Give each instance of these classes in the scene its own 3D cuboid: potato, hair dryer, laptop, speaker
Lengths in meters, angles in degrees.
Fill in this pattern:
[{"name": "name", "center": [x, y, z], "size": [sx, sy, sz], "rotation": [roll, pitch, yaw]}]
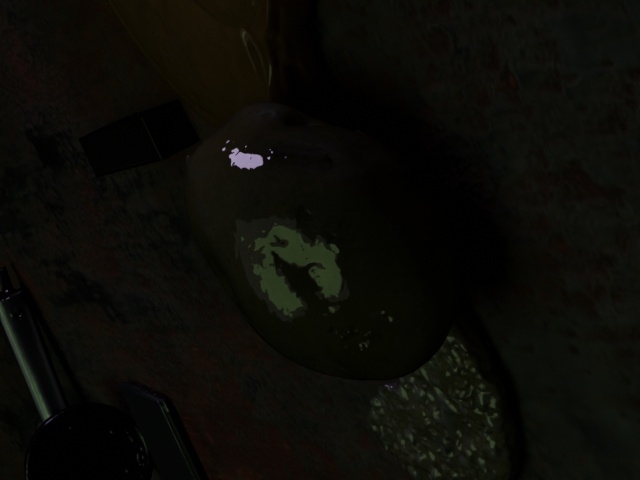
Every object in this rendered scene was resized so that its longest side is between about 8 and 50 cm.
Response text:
[{"name": "potato", "center": [0.000, 0.000, 1.216], "size": [0.235, 0.160, 0.178], "rotation": [40, 123, 22]}, {"name": "hair dryer", "center": [-0.367, 0.202, 2.229], "size": [0.284, 0.156, 0.320], "rotation": [57, 168, -20]}, {"name": "laptop", "center": [-0.176, 0.253, 2.061], "size": [0.129, 0.016, 0.180], "rotation": [12, 128, 60]}, {"name": "speaker", "center": [-0.171, -0.093, 1.602], "size": [0.191, 0.040, 0.046], "rotation": [-6, 111, 66]}]

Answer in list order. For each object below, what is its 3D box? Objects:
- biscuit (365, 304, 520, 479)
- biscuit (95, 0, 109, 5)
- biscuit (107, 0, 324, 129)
[{"name": "biscuit", "center": [0.100, 0.139, 1.341], "size": [0.133, 0.032, 0.250], "rotation": [51, 155, 17]}, {"name": "biscuit", "center": [-0.247, -0.287, 1.537], "size": [0.236, 0.040, 0.144], "rotation": [23, 133, 51]}, {"name": "biscuit", "center": [-0.113, -0.235, 1.294], "size": [0.312, 0.057, 0.351], "rotation": [41, 151, 35]}]
